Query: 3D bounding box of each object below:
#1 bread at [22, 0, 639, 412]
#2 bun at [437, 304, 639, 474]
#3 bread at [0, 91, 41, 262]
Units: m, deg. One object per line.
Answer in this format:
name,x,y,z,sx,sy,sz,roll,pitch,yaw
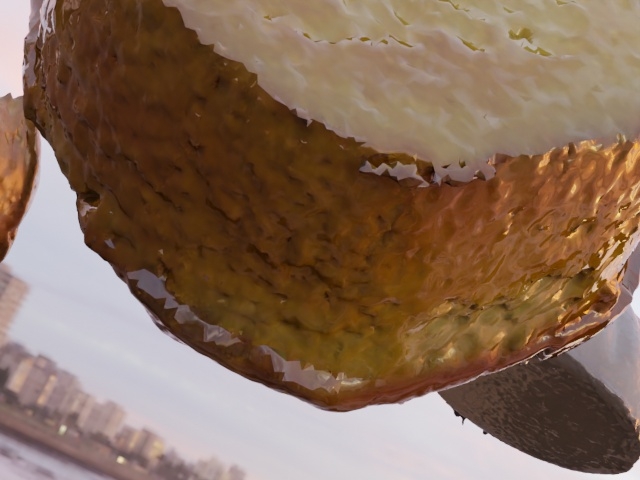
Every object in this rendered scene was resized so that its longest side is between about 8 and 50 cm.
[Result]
bread,0.033,-0.102,0.648,0.398,0.398,0.215,26,-42,-2
bun,0.238,0.099,1.154,0.263,0.175,0.263,28,-25,14
bread,-0.447,-0.032,1.202,0.339,0.179,0.194,-14,-7,20
